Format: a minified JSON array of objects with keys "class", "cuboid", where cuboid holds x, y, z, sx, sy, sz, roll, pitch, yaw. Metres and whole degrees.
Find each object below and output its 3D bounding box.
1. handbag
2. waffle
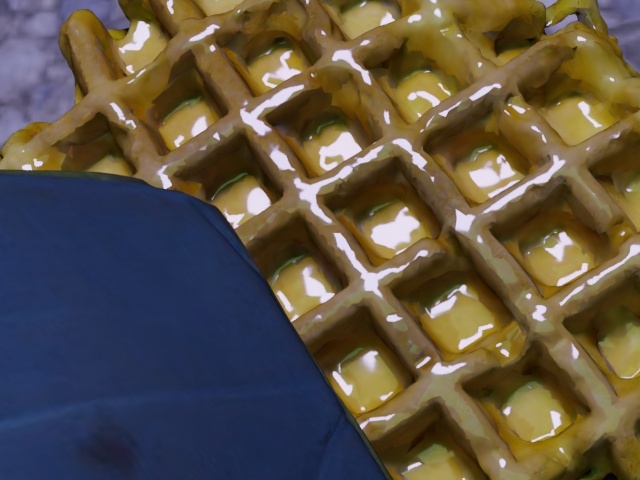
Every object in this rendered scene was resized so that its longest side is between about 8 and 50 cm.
[{"class":"handbag","cuboid":[-0.125,0.121,0.411,0.241,0.263,0.222,-48,68,27]},{"class":"waffle","cuboid":[0.010,0.003,0.576,0.329,0.062,0.329,-4,68,9]}]
